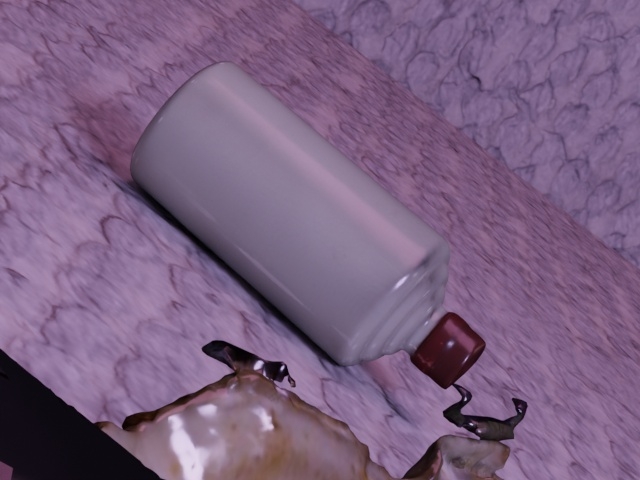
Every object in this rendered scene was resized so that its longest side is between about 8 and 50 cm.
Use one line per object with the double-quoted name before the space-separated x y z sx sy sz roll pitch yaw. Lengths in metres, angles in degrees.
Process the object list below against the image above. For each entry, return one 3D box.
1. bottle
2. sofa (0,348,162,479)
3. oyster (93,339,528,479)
"bottle" 0.000 0.000 1.097 0.245 0.104 0.104 41 13 11
"sofa" -0.070 0.151 0.325 0.258 0.182 0.200 47 -3 33
"oyster" 0.027 0.126 0.658 0.198 0.133 0.337 41 10 22
